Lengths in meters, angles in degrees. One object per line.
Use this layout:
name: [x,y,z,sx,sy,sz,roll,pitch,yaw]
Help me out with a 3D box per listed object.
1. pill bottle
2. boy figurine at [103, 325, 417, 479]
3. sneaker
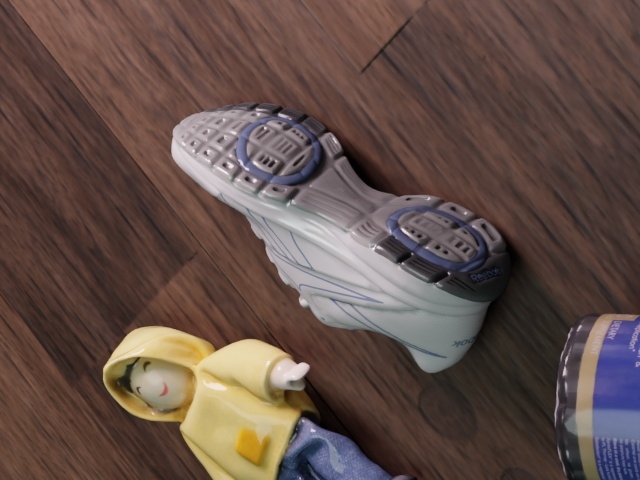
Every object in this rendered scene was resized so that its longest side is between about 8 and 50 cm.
pill bottle: [0.274,0.112,1.307,0.219,0.123,0.123,1,113,25]
boy figurine: [-0.055,0.153,1.635,0.285,0.092,0.177,36,133,16]
sneaker: [0.000,0.000,1.504,0.297,0.111,0.129,34,135,23]
